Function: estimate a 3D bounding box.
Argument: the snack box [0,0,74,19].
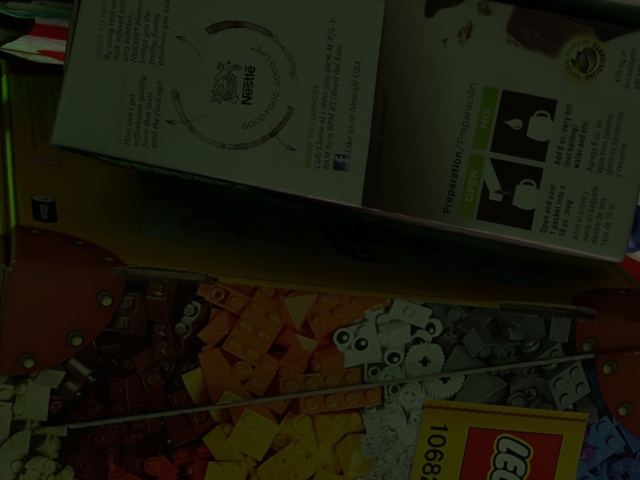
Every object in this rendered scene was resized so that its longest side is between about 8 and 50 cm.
[{"bbox_3d":[-0.156,-0.154,1.130,0.178,0.022,0.064,9,178,43],"label":"snack box"}]

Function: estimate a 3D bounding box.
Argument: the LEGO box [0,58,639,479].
[{"bbox_3d":[-0.034,0.044,1.159,0.372,0.193,0.500,6,-164,-12],"label":"LEGO box"}]

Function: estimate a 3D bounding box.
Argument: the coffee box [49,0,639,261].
[{"bbox_3d":[0.027,-0.073,0.960,0.297,0.119,0.168,12,-179,8],"label":"coffee box"}]

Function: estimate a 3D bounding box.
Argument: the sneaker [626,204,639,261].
[{"bbox_3d":[0.241,-0.035,1.632,0.084,0.058,0.152,35,-177,-32],"label":"sneaker"}]

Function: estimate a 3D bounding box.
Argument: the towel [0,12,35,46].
[{"bbox_3d":[-0.408,-0.194,1.300,0.370,0.040,0.271,11,178,-20],"label":"towel"}]
